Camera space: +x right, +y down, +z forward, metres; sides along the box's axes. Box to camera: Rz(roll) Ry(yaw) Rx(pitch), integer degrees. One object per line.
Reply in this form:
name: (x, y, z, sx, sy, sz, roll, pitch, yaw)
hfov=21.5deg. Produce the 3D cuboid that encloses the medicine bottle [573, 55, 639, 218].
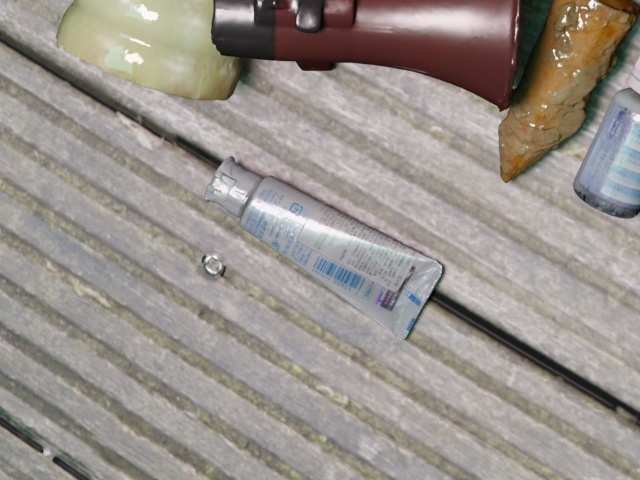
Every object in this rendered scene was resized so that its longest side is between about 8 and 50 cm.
medicine bottle: (0.350, -0.128, 1.841, 0.083, 0.083, 0.203, 29, 114, 17)

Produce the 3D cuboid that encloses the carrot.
carrot: (0.259, -0.172, 1.880, 0.102, 0.102, 0.263, 34, 120, 14)

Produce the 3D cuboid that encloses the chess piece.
chess piece: (-0.130, -0.397, 1.927, 0.234, 0.234, 0.442, 28, 109, 17)

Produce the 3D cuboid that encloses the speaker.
speaker: (0.055, -0.257, 1.874, 0.329, 0.259, 0.198, 4, 108, 5)

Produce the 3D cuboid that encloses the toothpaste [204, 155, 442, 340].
toothpaste: (0.000, 0.000, 2.052, 0.299, 0.073, 0.114, 32, 113, 8)
